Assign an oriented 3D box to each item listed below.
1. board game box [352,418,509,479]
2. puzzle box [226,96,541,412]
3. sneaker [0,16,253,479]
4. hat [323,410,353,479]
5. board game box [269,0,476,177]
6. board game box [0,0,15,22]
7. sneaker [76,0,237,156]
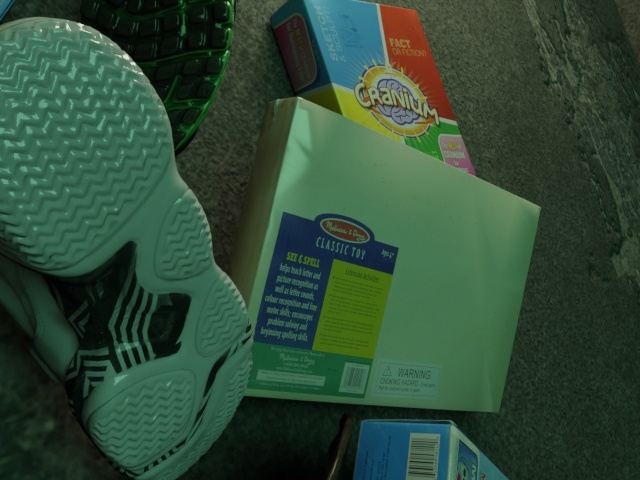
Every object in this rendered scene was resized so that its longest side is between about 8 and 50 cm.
[{"bbox_3d":[0.115,0.356,0.544,0.302,0.086,0.308,49,44,-45],"label":"board game box"},{"bbox_3d":[0.087,0.041,0.671,0.409,0.052,0.272,16,86,-38],"label":"puzzle box"},{"bbox_3d":[-0.178,0.013,0.444,0.137,0.210,0.366,-40,138,-32],"label":"sneaker"},{"bbox_3d":[-0.062,0.281,0.434,0.331,0.134,0.331,7,90,-82],"label":"hat"},{"bbox_3d":[0.086,-0.156,0.809,0.242,0.064,0.317,-14,83,-45],"label":"board game box"},{"bbox_3d":[-0.353,-0.190,0.435,0.211,0.039,0.160,33,54,-30],"label":"board game box"},{"bbox_3d":[-0.122,-0.232,0.584,0.134,0.146,0.344,12,83,7],"label":"sneaker"}]
